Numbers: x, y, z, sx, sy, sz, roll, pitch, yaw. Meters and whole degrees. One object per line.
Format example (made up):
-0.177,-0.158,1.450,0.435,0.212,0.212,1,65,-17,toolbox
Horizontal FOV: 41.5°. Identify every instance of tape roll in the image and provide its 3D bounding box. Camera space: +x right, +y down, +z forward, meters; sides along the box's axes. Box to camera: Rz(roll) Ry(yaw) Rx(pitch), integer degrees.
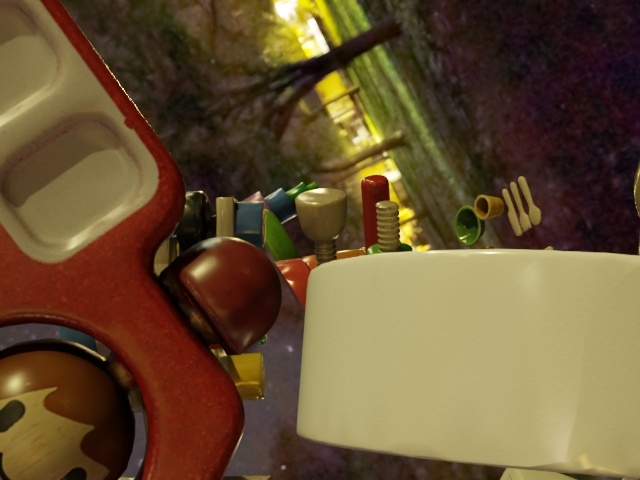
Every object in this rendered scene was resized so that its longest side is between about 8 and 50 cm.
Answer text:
0.128,0.077,0.501,0.286,0.286,0.100,44,-131,-75,tape roll

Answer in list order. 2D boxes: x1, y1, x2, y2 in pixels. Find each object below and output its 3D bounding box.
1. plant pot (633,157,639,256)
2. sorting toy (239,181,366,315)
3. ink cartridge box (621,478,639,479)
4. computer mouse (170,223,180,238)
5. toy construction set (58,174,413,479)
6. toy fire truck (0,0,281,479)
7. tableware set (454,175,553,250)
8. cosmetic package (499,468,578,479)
0.411,0.048,0.746,0.323,0.323,0.280,-112,19,-44,plant pot
0.000,0.000,0.995,0.127,0.126,0.365,60,177,-26,sorting toy
0.297,0.213,0.592,0.180,0.104,0.060,38,136,29,ink cartridge box
-0.190,-0.066,0.581,0.242,0.041,0.071,41,175,-34,computer mouse
-0.065,0.094,0.657,0.257,0.309,0.237,31,131,59,toy construction set
-0.155,0.036,0.326,0.302,0.254,0.169,54,171,-5,toy fire truck
0.161,0.029,0.732,0.104,0.024,0.154,-43,57,54,tableware set
0.248,0.384,0.867,0.113,0.160,0.309,20,-163,-7,cosmetic package
